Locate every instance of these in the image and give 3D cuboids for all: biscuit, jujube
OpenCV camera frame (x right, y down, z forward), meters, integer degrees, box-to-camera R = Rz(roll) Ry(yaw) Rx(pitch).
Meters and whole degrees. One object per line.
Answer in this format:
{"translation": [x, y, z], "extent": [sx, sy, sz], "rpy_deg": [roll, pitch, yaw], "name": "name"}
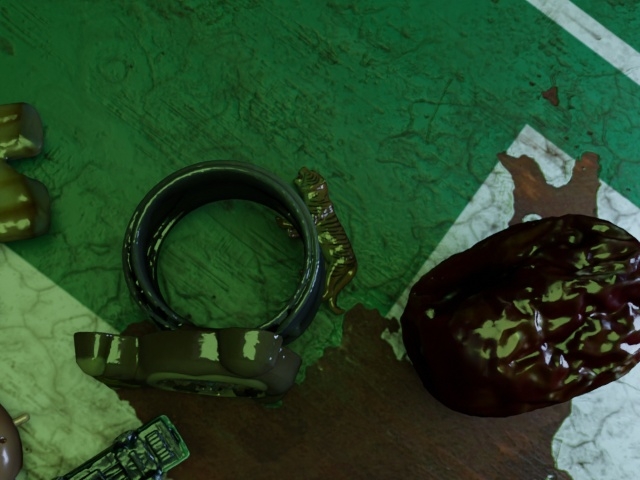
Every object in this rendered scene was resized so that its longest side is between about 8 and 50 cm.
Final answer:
{"translation": [-0.560, -0.092, 1.620], "extent": [0.290, 0.062, 0.237], "rpy_deg": [-9, 65, -11], "name": "biscuit"}
{"translation": [0.316, 0.112, 1.602], "extent": [0.377, 0.276, 0.276], "rpy_deg": [-16, 81, -10], "name": "jujube"}

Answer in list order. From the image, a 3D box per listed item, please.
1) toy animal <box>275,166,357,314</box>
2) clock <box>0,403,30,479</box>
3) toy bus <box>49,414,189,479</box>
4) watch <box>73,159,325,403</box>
{"translation": [0.000, 0.000, 1.696], "extent": [0.099, 0.057, 0.241], "rpy_deg": [-24, 82, -11], "name": "toy animal"}
{"translation": [-0.537, 0.315, 1.525], "extent": [0.241, 0.142, 0.227], "rpy_deg": [20, 77, -7], "name": "clock"}
{"translation": [-0.318, 0.349, 1.558], "extent": [0.261, 0.109, 0.091], "rpy_deg": [-31, 91, -10], "name": "toy bus"}
{"translation": [-0.165, 0.054, 1.557], "extent": [0.335, 0.314, 0.327], "rpy_deg": [3, 74, 4], "name": "watch"}
